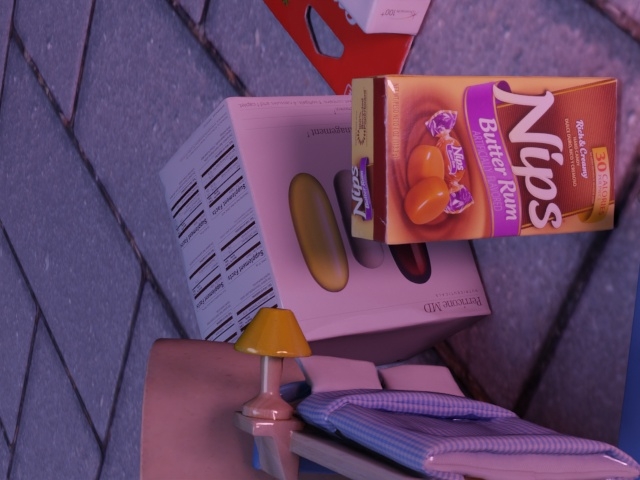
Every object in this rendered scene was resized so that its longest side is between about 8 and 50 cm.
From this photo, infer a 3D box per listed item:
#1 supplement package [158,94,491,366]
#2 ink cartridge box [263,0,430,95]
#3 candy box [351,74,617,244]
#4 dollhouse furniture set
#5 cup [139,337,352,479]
[{"bbox_3d":[0.000,0.000,1.029,0.149,0.194,0.203,-38,64,54],"label":"supplement package"},{"bbox_3d":[0.005,-0.263,1.132,0.275,0.060,0.239,56,137,41],"label":"ink cartridge box"},{"bbox_3d":[0.113,-0.058,0.841,0.053,0.186,0.109,11,104,62],"label":"candy box"},{"bbox_3d":[0.136,0.053,0.642,0.286,0.303,0.198,-178,95,-68],"label":"dollhouse furniture set"},{"bbox_3d":[0.014,0.226,0.860,0.331,0.237,0.331,176,90,-89],"label":"cup"}]
